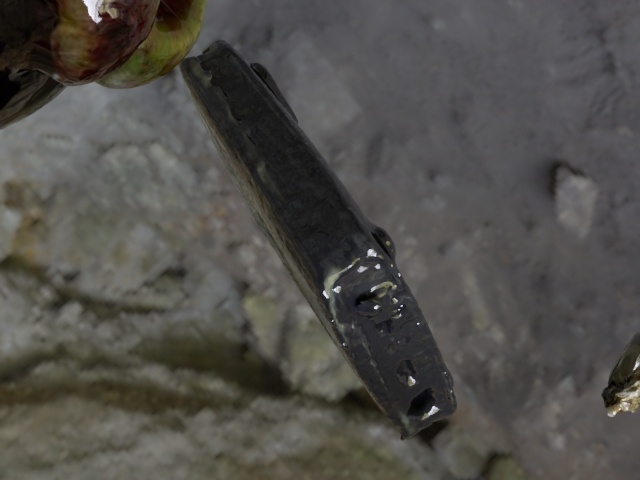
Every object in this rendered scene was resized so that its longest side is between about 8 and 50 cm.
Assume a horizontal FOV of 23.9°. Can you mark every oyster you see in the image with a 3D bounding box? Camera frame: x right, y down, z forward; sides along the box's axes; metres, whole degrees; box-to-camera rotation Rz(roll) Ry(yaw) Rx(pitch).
[{"bbox_3d":[0.296,0.091,1.283,0.053,0.166,0.108,62,169,0],"label":"oyster"}]

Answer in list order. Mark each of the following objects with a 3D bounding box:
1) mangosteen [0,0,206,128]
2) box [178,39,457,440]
[{"bbox_3d":[-0.206,-0.179,0.814,0.313,0.297,0.297,46,169,28],"label":"mangosteen"},{"bbox_3d":[0.000,0.000,1.494,0.350,0.091,0.359,57,176,35],"label":"box"}]
